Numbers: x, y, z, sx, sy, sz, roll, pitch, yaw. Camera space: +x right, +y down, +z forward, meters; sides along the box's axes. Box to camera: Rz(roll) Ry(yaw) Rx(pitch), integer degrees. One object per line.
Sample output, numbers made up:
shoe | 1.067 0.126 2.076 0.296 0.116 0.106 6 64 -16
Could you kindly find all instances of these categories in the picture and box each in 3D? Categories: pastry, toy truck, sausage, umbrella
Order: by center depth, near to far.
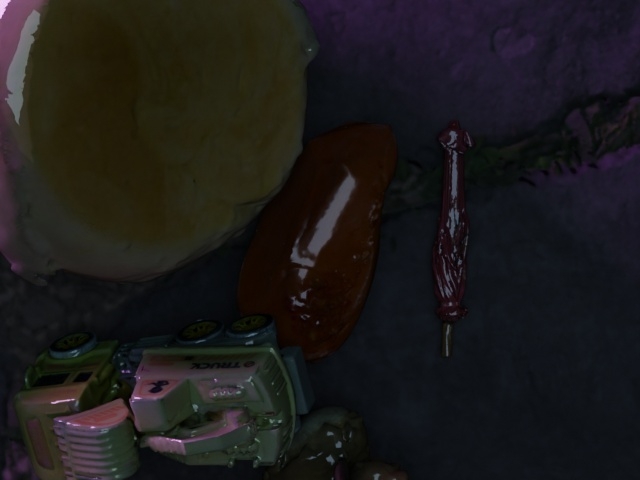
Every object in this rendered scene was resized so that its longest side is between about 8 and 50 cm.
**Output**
pastry | -0.125 -0.093 1.092 0.264 0.133 0.265 -5 97 -38
toy truck | -0.105 0.113 1.116 0.191 0.116 0.085 -6 110 16
sausage | 0.000 0.000 1.163 0.089 0.089 0.179 19 93 -4
umbrella | 0.092 -0.001 1.199 0.027 0.025 0.165 1 89 19

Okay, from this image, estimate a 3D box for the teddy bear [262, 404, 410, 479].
teddy bear | 0.012 0.258 1.088 0.156 0.256 0.267 26 90 -8
